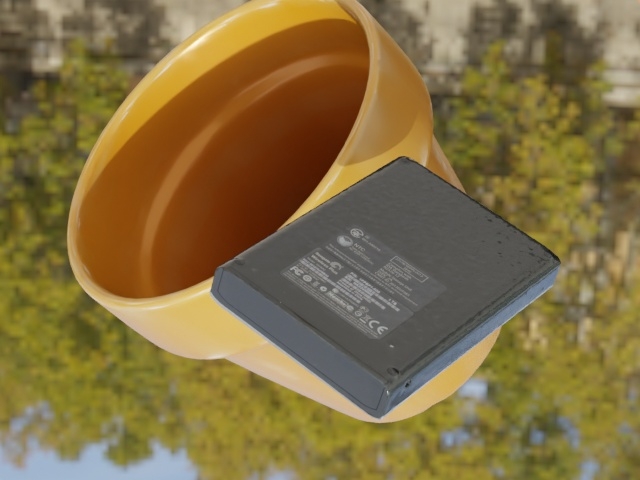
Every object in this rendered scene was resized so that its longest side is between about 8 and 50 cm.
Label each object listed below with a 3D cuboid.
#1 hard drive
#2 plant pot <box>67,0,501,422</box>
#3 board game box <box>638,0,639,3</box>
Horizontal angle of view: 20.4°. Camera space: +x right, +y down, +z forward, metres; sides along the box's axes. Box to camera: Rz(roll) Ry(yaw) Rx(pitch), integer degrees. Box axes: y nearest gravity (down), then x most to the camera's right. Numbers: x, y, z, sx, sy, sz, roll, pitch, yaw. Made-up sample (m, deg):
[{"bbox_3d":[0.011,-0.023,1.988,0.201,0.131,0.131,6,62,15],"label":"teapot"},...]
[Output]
[{"bbox_3d":[0.031,0.015,0.771,0.094,0.022,0.135,35,-138,22],"label":"hard drive"},{"bbox_3d":[0.000,0.000,0.967,0.205,0.205,0.188,16,158,51],"label":"plant pot"},{"bbox_3d":[0.367,-0.228,1.113,0.356,0.356,0.356,-23,-173,14],"label":"board game box"}]
